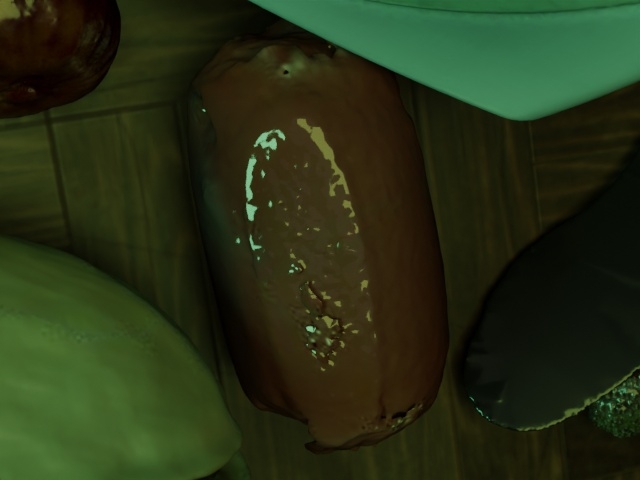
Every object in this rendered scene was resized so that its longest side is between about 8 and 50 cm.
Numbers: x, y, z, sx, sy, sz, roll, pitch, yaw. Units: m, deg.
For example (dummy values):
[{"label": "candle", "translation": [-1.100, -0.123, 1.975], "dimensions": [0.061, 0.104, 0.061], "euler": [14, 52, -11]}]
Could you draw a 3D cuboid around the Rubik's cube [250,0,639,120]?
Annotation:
[{"label": "Rubik's cube", "translation": [0.098, -0.302, 0.565], "dimensions": [0.352, 0.347, 0.352], "euler": [24, 70, -16]}]

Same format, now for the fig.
[{"label": "fig", "translation": [-0.182, -0.137, 0.679], "dimensions": [0.128, 0.150, 0.128], "euler": [-7, 128, -9]}]

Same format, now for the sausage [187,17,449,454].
[{"label": "sausage", "translation": [0.000, 0.000, 0.722], "dimensions": [0.152, 0.152, 0.279], "euler": [-14, 102, -13]}]

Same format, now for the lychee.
[{"label": "lychee", "translation": [0.227, 0.105, 0.840], "dimensions": [0.068, 0.067, 0.083], "euler": [-24, 127, -37]}]

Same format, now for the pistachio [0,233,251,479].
[{"label": "pistachio", "translation": [-0.200, 0.094, 0.643], "dimensions": [0.332, 0.226, 0.207], "euler": [10, 116, -7]}]

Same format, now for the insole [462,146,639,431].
[{"label": "insole", "translation": [0.230, -0.005, 0.831], "dimensions": [0.119, 0.009, 0.348], "euler": [37, 84, 13]}]
